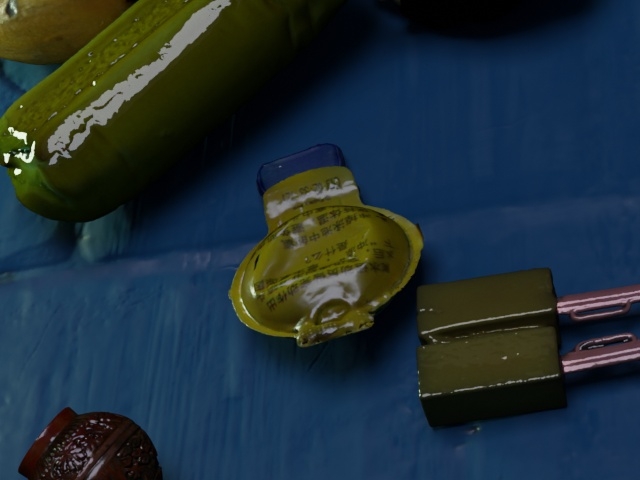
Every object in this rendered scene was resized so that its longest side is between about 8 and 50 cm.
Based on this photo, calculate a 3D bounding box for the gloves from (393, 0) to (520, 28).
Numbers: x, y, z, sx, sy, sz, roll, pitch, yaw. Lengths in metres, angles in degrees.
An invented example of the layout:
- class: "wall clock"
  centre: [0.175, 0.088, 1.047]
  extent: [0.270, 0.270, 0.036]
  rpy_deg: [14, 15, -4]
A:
- class: "gloves"
  centre: [0.128, -0.249, 1.400]
  extent: [0.164, 0.124, 0.203]
  rpy_deg: [-30, 8, -40]

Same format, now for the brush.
- class: "brush"
  centre: [0.185, 0.066, 1.147]
  extent: [0.233, 0.047, 0.103]
  rpy_deg: [-9, 48, 11]

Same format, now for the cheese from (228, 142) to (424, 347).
- class: "cheese"
  centre: [0.000, 0.000, 1.262]
  extent: [0.156, 0.064, 0.250]
  rpy_deg: [-17, 37, 5]

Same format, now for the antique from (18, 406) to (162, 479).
- class: "antique"
  centre: [-0.160, 0.171, 1.151]
  extent: [0.104, 0.104, 0.104]
  rpy_deg: [-11, 48, 12]

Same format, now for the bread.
- class: "bread"
  centre: [-0.111, -0.157, 1.393]
  extent: [0.383, 0.112, 0.166]
  rpy_deg: [-42, 29, -10]

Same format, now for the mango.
- class: "mango"
  centre: [-0.250, -0.233, 1.529]
  extent: [0.262, 0.109, 0.157]
  rpy_deg: [4, 55, 45]
